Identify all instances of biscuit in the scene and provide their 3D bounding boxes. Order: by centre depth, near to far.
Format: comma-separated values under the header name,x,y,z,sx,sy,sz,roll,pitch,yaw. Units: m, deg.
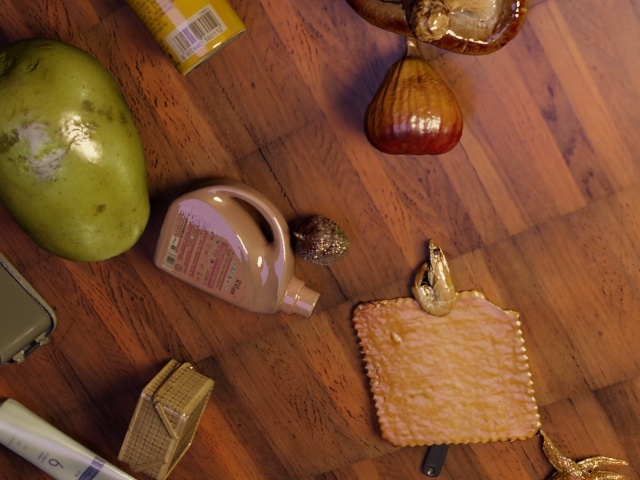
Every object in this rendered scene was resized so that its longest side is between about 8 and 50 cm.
name,x,y,z,sx,sy,sz,roll,pitch,yaw
biscuit,0.174,0.182,1.289,0.237,0.013,0.232,-8,104,21

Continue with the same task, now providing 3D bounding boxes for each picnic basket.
name,x,y,z,sx,sy,sz,roll,pitch,yaw
picnic basket,-0.236,0.277,1.420,0.080,0.115,0.164,27,119,7

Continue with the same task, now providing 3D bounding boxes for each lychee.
name,x,y,z,sx,sy,sz,roll,pitch,yaw
lychee,0.000,0.000,1.241,0.083,0.067,0.068,25,161,-24

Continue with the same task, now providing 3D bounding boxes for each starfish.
name,x,y,z,sx,sy,sz,roll,pitch,yaw
starfish,0.346,0.321,1.293,0.130,0.041,0.133,44,119,-4

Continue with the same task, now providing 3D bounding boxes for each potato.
name,x,y,z,sx,sy,sz,roll,pitch,yaw
potato,-0.341,-0.116,1.223,0.216,0.216,0.304,-1,111,19

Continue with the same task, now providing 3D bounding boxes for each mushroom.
name,x,y,z,sx,sy,sz,roll,pitch,yaw
mushroom,0.107,-0.267,0.995,0.227,0.217,0.147,16,118,11

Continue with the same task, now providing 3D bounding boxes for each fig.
name,x,y,z,sx,sy,sz,roll,pitch,yaw
fig,0.108,-0.167,1.127,0.119,0.152,0.119,-6,150,-3

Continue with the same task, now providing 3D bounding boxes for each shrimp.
name,x,y,z,sx,sy,sz,roll,pitch,yaw
shrimp,0.147,0.053,1.238,0.059,0.023,0.108,-11,102,29

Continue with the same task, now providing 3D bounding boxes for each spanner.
name,x,y,z,sx,sy,sz,roll,pitch,yaw
spanner,0.188,0.266,1.336,0.046,0.012,0.208,18,118,8

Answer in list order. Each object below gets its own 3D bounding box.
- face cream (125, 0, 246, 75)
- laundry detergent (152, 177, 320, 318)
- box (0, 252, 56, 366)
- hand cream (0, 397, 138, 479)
name,x,y,z,sx,sy,sz,roll,pitch,yaw
face cream,-0.234,-0.371,1.124,0.105,0.105,0.348,-32,101,28
laundry detergent,-0.102,0.011,1.275,0.237,0.076,0.171,24,119,6
box,-0.553,0.110,1.435,0.163,0.135,0.243,-35,99,28
hand cream,-0.425,0.377,1.575,0.321,0.067,0.109,35,119,-9
